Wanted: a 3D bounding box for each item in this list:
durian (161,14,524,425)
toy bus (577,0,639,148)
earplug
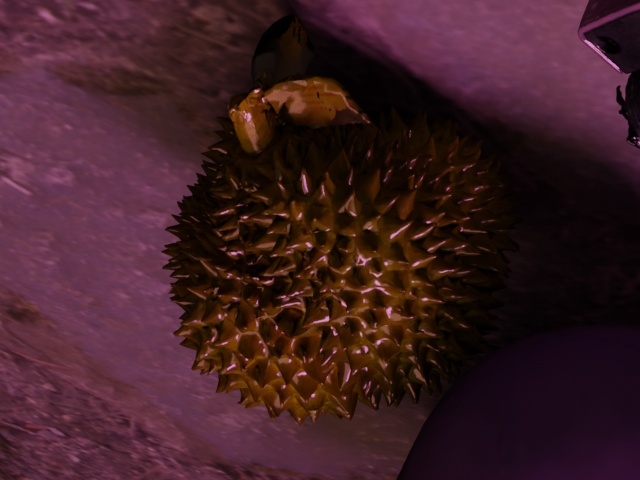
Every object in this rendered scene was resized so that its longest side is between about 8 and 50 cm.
[{"bbox_3d":[0.011,0.010,0.838,0.159,0.146,0.198,20,159,-8],"label":"durian"},{"bbox_3d":[0.191,-0.057,0.625,0.199,0.108,0.096,32,156,-24],"label":"toy bus"},{"bbox_3d":[0.120,0.166,0.936,0.215,0.215,0.456,15,164,6],"label":"earplug"}]
